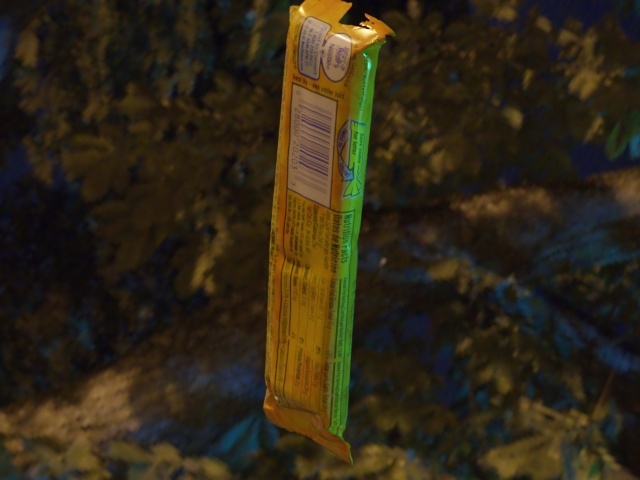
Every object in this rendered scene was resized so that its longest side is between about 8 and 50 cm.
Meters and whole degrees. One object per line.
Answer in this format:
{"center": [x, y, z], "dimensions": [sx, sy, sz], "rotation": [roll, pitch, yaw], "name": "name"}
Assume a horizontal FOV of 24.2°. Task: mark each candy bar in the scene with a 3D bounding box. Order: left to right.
{"center": [0.000, 0.000, 0.480], "dimensions": [0.040, 0.018, 0.161], "rotation": [26, -56, 36], "name": "candy bar"}
